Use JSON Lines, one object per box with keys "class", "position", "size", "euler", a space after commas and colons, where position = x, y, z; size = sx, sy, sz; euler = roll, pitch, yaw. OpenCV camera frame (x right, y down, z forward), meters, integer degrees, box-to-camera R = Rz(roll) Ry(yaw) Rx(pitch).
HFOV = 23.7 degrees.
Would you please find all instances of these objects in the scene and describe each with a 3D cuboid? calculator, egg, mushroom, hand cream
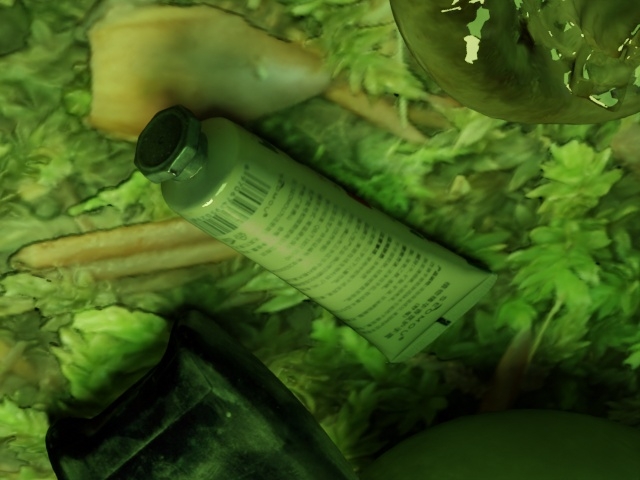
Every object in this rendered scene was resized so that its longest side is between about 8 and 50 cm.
{"class": "calculator", "position": [-0.052, 0.186, 0.945], "size": [0.177, 0.268, 0.040], "euler": [-41, 173, 16]}
{"class": "egg", "position": [0.163, 0.247, 1.041], "size": [0.352, 0.258, 0.258], "euler": [8, 126, -26]}
{"class": "mushroom", "position": [0.140, -0.150, 0.756], "size": [0.226, 0.178, 0.226], "euler": [-5, 136, -4]}
{"class": "hand cream", "position": [0.000, 0.000, 0.921], "size": [0.095, 0.059, 0.276], "euler": [-42, 134, 16]}
